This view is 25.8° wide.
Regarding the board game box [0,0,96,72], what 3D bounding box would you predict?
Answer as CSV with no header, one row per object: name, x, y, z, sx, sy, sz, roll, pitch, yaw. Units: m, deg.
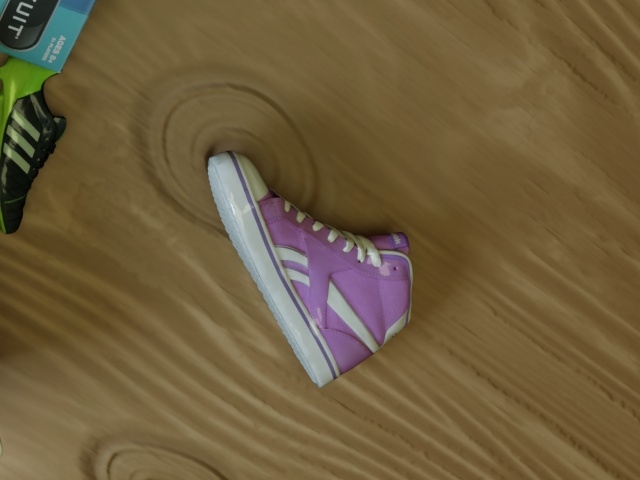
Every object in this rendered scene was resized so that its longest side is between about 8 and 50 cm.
board game box,-0.335,-0.316,1.216,0.336,0.079,0.253,19,126,-23

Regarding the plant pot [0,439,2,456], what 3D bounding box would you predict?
plant pot,-0.427,0.103,1.327,0.212,0.187,0.212,-13,107,-7

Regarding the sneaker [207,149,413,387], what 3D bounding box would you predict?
sneaker,0.000,0.000,1.440,0.161,0.102,0.282,-31,119,-6

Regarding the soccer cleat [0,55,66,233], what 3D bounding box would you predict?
soccer cleat,-0.287,-0.092,1.372,0.072,0.060,0.178,3,101,-14
